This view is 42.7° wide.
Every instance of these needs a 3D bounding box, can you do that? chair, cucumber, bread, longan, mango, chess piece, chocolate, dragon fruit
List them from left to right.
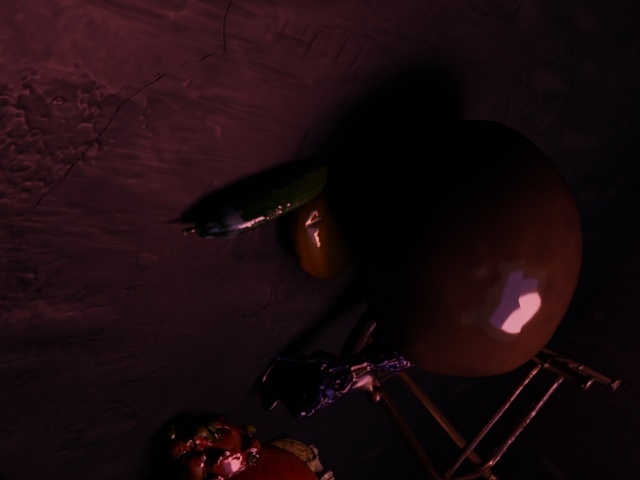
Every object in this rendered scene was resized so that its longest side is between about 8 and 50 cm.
[{"bbox_3d":[-0.180,0.347,1.362,0.138,0.142,0.175,-20,135,20],"label":"dragon fruit"},{"bbox_3d":[-0.076,-0.048,1.079,0.250,0.056,0.056,-28,146,-34],"label":"cucumber"},{"bbox_3d":[-0.078,0.472,1.670,0.129,0.111,0.114,-17,136,-52],"label":"bread"},{"bbox_3d":[0.000,0.000,1.223,0.098,0.075,0.190,-56,151,-19],"label":"mango"},{"bbox_3d":[0.007,0.524,1.812,0.059,0.149,0.059,-33,150,-22],"label":"chess piece"},{"bbox_3d":[0.053,0.227,1.445,0.343,0.148,0.126,-25,-176,-3],"label":"chocolate"},{"bbox_3d":[0.224,0.015,1.247,0.404,0.336,0.405,-1,90,-66],"label":"longan"},{"bbox_3d":[0.295,0.283,1.634,0.362,0.410,0.364,-54,152,9],"label":"chair"}]

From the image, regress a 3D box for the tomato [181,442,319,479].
[{"bbox_3d":[-0.114,0.523,1.444,0.289,0.325,0.293,-4,125,-17],"label":"tomato"}]
